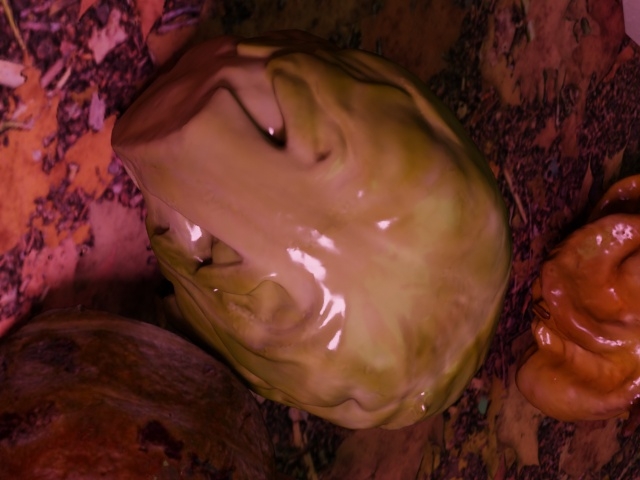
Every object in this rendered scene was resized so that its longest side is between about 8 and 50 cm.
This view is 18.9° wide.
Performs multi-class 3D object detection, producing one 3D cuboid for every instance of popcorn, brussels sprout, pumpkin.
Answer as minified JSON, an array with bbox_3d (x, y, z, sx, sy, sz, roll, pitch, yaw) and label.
[{"bbox_3d":[0.348,0.044,1.964,0.316,0.281,0.297,-5,140,-37],"label":"popcorn"},{"bbox_3d":[0.000,0.000,1.422,0.247,0.328,0.328,-50,139,-30],"label":"brussels sprout"},{"bbox_3d":[-0.110,0.196,1.366,0.312,0.169,0.148,57,11,-18],"label":"pumpkin"}]

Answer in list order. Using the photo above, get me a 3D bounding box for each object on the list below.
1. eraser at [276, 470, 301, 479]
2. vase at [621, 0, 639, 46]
[{"bbox_3d":[0.001,0.253,1.504,0.144,0.343,0.078,0,102,-54],"label":"eraser"},{"bbox_3d":[0.344,-0.339,1.880,0.165,0.165,0.360,-48,133,-29],"label":"vase"}]
